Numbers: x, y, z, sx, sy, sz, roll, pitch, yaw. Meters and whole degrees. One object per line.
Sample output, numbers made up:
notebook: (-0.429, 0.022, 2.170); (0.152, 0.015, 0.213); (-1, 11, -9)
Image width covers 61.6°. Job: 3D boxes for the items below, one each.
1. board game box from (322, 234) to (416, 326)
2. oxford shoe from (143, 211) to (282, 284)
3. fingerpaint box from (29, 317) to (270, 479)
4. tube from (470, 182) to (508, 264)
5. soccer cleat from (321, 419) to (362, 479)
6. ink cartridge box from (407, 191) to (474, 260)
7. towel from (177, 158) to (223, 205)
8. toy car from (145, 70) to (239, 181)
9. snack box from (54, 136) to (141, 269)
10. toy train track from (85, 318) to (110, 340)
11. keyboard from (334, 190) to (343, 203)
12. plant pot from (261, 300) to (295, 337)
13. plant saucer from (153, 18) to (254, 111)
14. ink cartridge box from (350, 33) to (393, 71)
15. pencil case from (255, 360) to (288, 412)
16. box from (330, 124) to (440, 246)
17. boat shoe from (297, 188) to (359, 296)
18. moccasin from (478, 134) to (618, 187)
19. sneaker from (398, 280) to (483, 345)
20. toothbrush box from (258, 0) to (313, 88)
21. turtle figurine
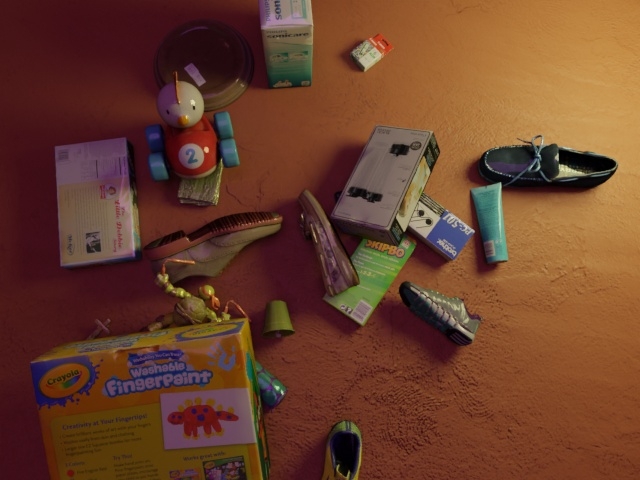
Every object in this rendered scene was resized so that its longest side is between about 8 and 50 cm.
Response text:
board game box: (0.128, 0.078, 1.371); (0.124, 0.039, 0.259); (34, 83, 6)
oxford shoe: (-0.255, 0.018, 1.355); (0.348, 0.123, 0.130); (-17, 107, -6)
fingerpaint box: (-0.358, 0.392, 1.193); (0.445, 0.163, 0.370); (-9, 94, 0)
tube: (0.443, -0.044, 1.391); (0.080, 0.052, 0.207); (-11, 78, 26)
soccer cleat: (0.043, 0.563, 1.229); (0.094, 0.121, 0.289); (6, 79, 0)
ink cartridge box: (0.282, -0.047, 1.381); (0.207, 0.046, 0.097); (38, 81, -1)
towel: (-0.315, -0.164, 1.415); (0.110, 0.027, 0.148); (6, 79, 2)
toy car: (-0.333, -0.293, 1.312); (0.219, 0.238, 0.210); (-12, 54, -6)
snack box: (-0.572, -0.096, 1.380); (0.187, 0.060, 0.321); (-7, 79, -2)
toy train track: (-0.556, 0.227, 1.342); (0.083, 0.014, 0.048); (-45, 90, -3)
keyboard: (0.134, -0.095, 1.412); (0.180, 0.023, 0.108); (-12, 79, -2)
plant pot: (-0.108, 0.193, 1.328); (0.083, 0.083, 0.079); (-6, 66, -2)
plant saucer: (-0.323, -0.489, 1.474); (0.278, 0.041, 0.277); (0, 80, -1)
ink cartridge box: (0.145, -0.530, 1.494); (0.115, 0.029, 0.063); (-40, 82, -8)
pencil case: (-0.152, 0.341, 1.299); (0.152, 0.064, 0.070); (38, 68, 6)
box: (0.164, -0.141, 1.339); (0.169, 0.087, 0.289); (14, 68, 32)
boat shoe: (0.000, 0.000, 1.341); (0.089, 0.104, 0.285); (-29, 68, 6)
moccasin: (0.591, -0.211, 1.393); (0.342, 0.117, 0.137); (-1, 79, -1)
sneaker: (0.301, 0.163, 1.348); (0.224, 0.083, 0.098); (40, 60, 2)
toothbrush box: (-0.089, -0.552, 1.360); (0.126, 0.295, 0.216); (-5, 78, -2)
turtle figurine: (-0.314, 0.186, 1.294); (0.269, 0.087, 0.217); (40, 97, -26)
